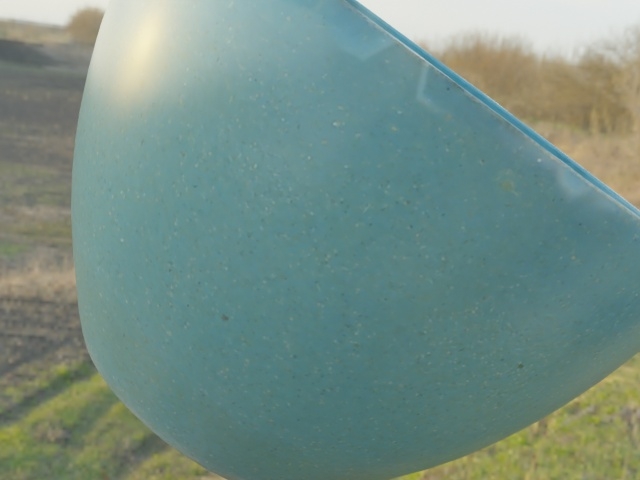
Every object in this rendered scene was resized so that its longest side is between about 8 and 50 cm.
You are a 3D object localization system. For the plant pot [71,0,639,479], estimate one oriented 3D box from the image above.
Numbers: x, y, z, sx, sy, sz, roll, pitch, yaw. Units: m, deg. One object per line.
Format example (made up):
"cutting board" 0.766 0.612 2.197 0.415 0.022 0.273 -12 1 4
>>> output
"plant pot" 0.000 0.000 0.513 0.290 0.195 0.290 35 11 -8
